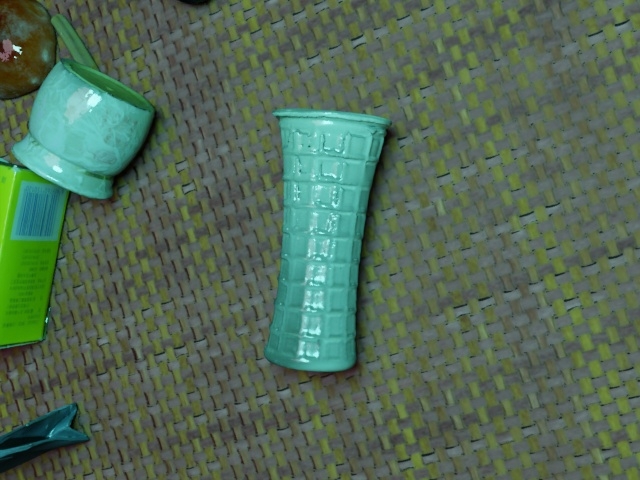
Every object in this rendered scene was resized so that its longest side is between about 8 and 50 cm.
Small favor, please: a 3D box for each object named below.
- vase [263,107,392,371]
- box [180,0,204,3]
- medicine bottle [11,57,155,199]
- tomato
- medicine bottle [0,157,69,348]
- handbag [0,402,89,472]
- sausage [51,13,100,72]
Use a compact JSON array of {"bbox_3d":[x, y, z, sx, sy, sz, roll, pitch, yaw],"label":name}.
[{"bbox_3d":[0.000,0.000,1.066,0.143,0.143,0.299,6,92,19],"label":"vase"},{"bbox_3d":[-0.159,-0.536,1.163,0.350,0.091,0.359,-41,77,14],"label":"box"},{"bbox_3d":[-0.307,-0.142,1.168,0.147,0.147,0.143,35,102,17],"label":"medicine bottle"},{"bbox_3d":[-0.451,-0.280,1.263,0.155,0.069,0.155,-1,87,19],"label":"tomato"},{"bbox_3d":[-0.443,0.013,1.214,0.137,0.141,0.250,12,92,16],"label":"medicine bottle"},{"bbox_3d":[-0.438,0.286,1.198,0.221,0.144,0.057,-23,82,16],"label":"handbag"},{"bbox_3d":[-0.334,-0.259,1.246,0.024,0.024,0.132,-37,78,14],"label":"sausage"}]
